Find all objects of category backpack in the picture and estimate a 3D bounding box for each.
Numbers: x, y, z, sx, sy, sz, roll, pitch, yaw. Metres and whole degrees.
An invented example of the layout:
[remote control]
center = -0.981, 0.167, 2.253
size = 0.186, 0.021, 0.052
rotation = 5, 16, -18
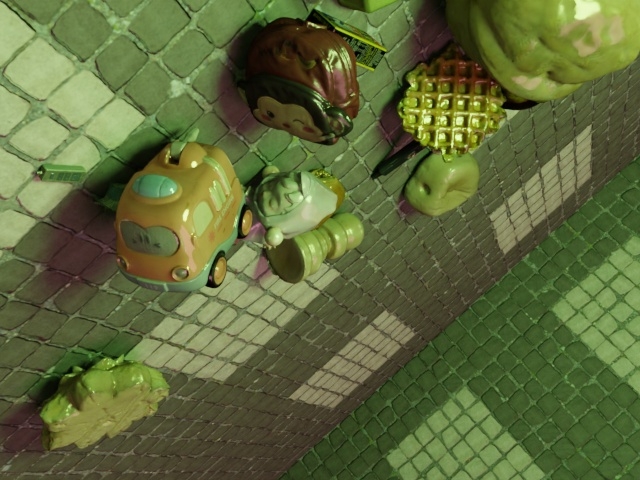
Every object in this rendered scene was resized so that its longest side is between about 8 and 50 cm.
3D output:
[backpack]
center = -0.029, -0.276, 1.126
size = 0.229, 0.229, 0.138
rotation = 96, 21, -53

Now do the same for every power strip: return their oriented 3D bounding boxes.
[power strip]
center = -0.420, -0.108, 1.073
size = 0.083, 0.017, 0.027
rotation = -5, 134, -51

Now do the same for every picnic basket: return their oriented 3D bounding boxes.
[picnic basket]
center = -0.361, -0.062, 1.171
size = 0.083, 0.065, 0.083
rotation = -14, 121, -55

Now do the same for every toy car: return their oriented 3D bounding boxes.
[toy car]
center = -0.244, -0.054, 1.143
size = 0.212, 0.181, 0.270
rotation = 83, 22, -45

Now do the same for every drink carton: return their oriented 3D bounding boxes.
[drink carton]
center = 0.044, -0.366, 1.221
size = 0.166, 0.071, 0.056
rotation = 2, 128, -51

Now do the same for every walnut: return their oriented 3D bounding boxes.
[walnut]
center = 0.433, -0.449, 1.280
size = 0.381, 0.381, 0.381
rotation = -30, 151, -19

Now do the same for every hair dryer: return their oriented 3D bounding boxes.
[hair dryer]
center = 0.213, -0.234, 1.627
size = 0.255, 0.128, 0.070
rotation = -32, 152, 33

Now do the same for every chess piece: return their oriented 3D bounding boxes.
[chess piece]
center = 0.000, 0.000, 1.650
size = 0.261, 0.143, 0.142
rotation = -26, 150, -40

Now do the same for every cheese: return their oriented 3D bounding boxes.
[cheese]
center = 0.341, -0.160, 1.844
size = 0.218, 0.117, 0.235
rotation = -43, 149, 7

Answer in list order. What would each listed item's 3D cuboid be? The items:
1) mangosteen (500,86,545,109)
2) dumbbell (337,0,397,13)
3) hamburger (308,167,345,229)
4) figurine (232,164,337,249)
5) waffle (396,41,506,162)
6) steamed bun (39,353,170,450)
[mangosteen]
center = 0.474, -0.402, 1.567
size = 0.210, 0.210, 0.209
rotation = -30, 151, -19
[dumbbell]
center = 0.061, -0.490, 0.988
size = 0.108, 0.121, 0.302
rotation = -52, 152, -23
[hamburger]
center = -0.015, -0.095, 1.529
size = 0.147, 0.083, 0.138
rotation = -45, 148, 1
[figurine]
center = -0.102, -0.058, 1.373
size = 0.276, 0.200, 0.133
rotation = -21, 142, 23
[waffle]
center = 0.294, -0.307, 1.493
size = 0.238, 0.243, 0.059
rotation = -46, -170, -3
[steamed bun]
center = -0.507, 0.353, 1.509
size = 0.296, 0.137, 0.292
rotation = -28, 155, -8
